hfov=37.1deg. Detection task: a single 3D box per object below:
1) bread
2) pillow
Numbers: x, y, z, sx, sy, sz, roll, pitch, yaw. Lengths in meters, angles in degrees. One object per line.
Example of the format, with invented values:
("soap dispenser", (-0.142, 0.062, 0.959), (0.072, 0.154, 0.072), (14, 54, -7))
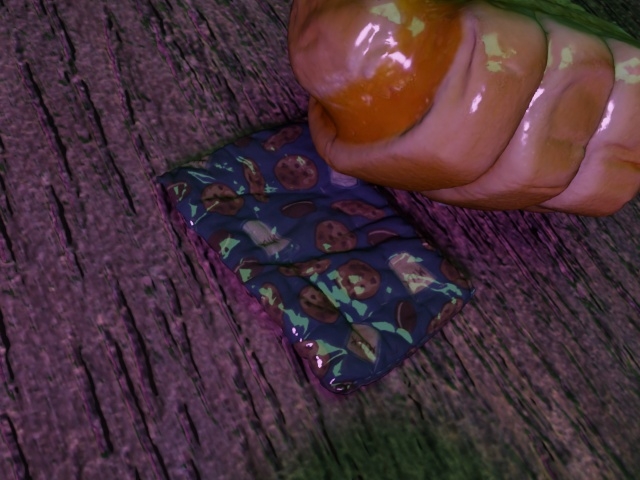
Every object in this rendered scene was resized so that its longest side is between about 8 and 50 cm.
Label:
("bread", (0.125, -0.131, 0.858), (0.341, 0.210, 0.300), (2, 28, -37))
("pillow", (0.000, 0.002, 0.840), (0.189, 0.034, 0.255), (-29, 71, -38))
